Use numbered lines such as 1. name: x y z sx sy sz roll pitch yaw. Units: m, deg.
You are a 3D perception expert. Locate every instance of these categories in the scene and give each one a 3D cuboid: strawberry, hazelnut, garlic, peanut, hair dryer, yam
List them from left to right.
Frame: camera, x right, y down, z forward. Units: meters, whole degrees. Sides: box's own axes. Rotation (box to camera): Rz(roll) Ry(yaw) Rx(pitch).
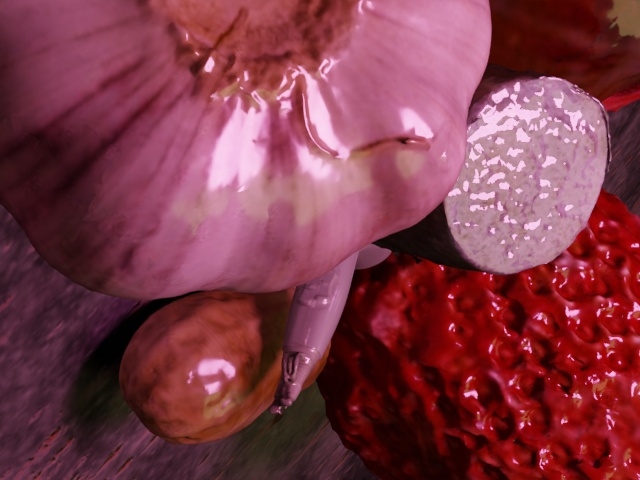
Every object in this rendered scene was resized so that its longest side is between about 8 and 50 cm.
1. garlic: -0.062 -0.094 0.676 0.245 0.245 0.253 -49 -168 -14
2. peanut: -0.062 0.078 1.052 0.108 0.095 0.226 -39 172 27
3. hair dryer: 0.000 0.000 0.993 0.206 0.075 0.237 84 18 -53
4. yam: 0.024 -0.051 0.790 0.106 0.259 0.106 -9 107 -33
5. strawberry: 0.155 0.092 1.194 0.292 0.310 0.292 -43 170 -9
6. hazelnut: 0.125 -0.171 0.898 0.229 0.229 0.229 -45 158 -24

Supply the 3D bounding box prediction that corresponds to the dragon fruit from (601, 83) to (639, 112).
1. dragon fruit: 0.198 -0.182 1.188 0.262 0.134 0.211 11 126 -51
